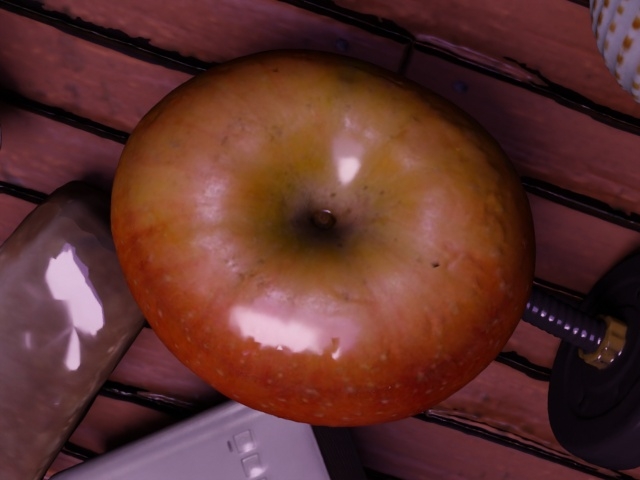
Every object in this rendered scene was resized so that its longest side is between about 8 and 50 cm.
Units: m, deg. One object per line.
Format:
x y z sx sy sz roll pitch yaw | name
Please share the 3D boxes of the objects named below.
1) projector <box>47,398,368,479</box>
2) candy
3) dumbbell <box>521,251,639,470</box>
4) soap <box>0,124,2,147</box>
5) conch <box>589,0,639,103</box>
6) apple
-0.051 0.240 0.516 0.198 0.108 0.250 -25 72 9 | projector
-0.193 0.075 0.527 0.104 0.102 0.234 34 106 -6 | candy
0.257 0.104 0.491 0.326 0.143 0.143 26 105 -5 | dumbbell
-0.407 -0.128 0.448 0.339 0.169 0.304 -20 94 9 | soap
0.224 -0.159 0.426 0.172 0.131 0.200 -41 101 13 | conch
0.000 0.000 0.455 0.235 0.173 0.210 40 76 6 | apple
